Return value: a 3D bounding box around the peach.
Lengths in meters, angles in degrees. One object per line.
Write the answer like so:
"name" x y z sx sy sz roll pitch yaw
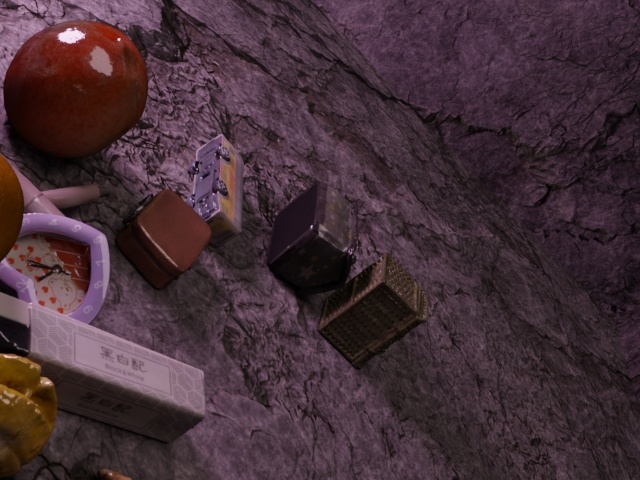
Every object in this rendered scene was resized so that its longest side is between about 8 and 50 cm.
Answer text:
"peach" -0.425 -0.271 1.724 0.252 0.252 0.252 39 28 -26

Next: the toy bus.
"toy bus" -0.213 -0.108 2.040 0.106 0.092 0.268 46 24 -33

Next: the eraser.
"eraser" -0.344 0.186 1.415 0.404 0.098 0.096 29 34 -40

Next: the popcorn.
"popcorn" -0.405 0.216 1.224 0.148 0.167 0.152 -2 29 -27

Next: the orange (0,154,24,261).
"orange" -0.509 -0.040 1.295 0.236 0.236 0.236 39 28 -26

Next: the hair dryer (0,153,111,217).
"hair dryer" -0.438 -0.089 1.632 0.195 0.053 0.220 43 28 0

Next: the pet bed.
"pet bed" 0.000 0.000 2.144 0.159 0.183 0.211 39 28 -21

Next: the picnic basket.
"picnic basket" 0.120 0.160 2.126 0.154 0.196 0.134 43 24 -16

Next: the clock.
"clock" -0.401 0.045 1.490 0.172 0.064 0.198 -36 88 -26

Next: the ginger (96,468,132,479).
"ginger" -0.306 0.378 1.262 0.075 0.089 0.288 8 22 11

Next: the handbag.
"handbag" -0.288 -0.010 1.803 0.151 0.072 0.193 48 27 -8
